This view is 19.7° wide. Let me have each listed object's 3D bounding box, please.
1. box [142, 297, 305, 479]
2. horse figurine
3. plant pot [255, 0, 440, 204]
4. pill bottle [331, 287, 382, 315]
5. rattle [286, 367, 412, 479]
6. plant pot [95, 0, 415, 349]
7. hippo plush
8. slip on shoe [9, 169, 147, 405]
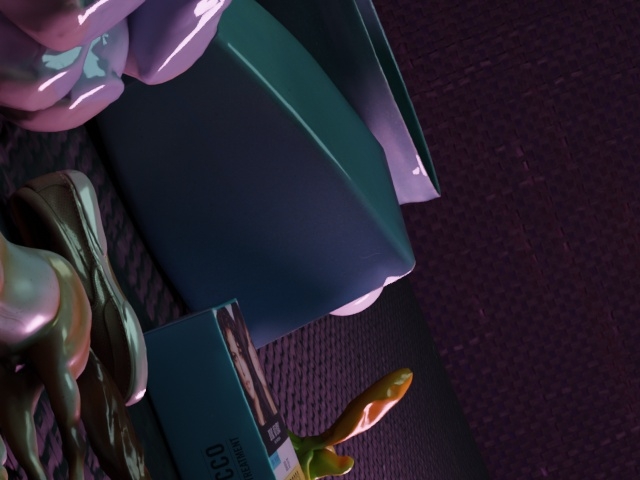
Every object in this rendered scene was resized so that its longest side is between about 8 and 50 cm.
[{"bbox_3d":[-0.046,0.163,1.205,0.100,0.060,0.244,-21,91,-83],"label":"box"},{"bbox_3d":[-0.140,0.046,0.812,0.263,0.066,0.174,53,23,-58],"label":"horse figurine"},{"bbox_3d":[-0.039,-0.139,1.601,0.293,0.196,0.293,-21,90,-84],"label":"plant pot"},{"bbox_3d":[0.000,0.000,1.818,0.208,0.118,0.117,56,15,-63],"label":"pill bottle"},{"bbox_3d":[0.034,0.219,1.372,0.130,0.143,0.199,95,-26,-60],"label":"rattle"},{"bbox_3d":[-0.064,-0.069,1.364,0.234,0.166,0.165,56,13,-36],"label":"plant pot"},{"bbox_3d":[-0.144,-0.224,1.009,0.236,0.294,0.234,51,36,7],"label":"hippo plush"},{"bbox_3d":[-0.134,0.029,1.015,0.041,0.051,0.135,-17,96,-44],"label":"slip on shoe"}]
